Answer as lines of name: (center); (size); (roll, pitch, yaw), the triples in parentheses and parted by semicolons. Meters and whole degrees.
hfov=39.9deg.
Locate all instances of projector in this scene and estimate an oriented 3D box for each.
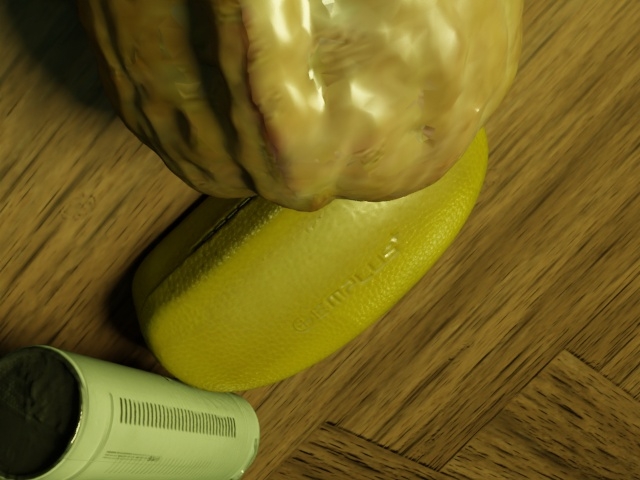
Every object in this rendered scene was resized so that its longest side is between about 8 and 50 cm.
projector: (-0.166, 0.172, 0.811); (0.108, 0.108, 0.337); (-40, 156, 5)

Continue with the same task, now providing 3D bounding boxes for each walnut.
walnut: (-0.013, -0.191, 0.591); (0.306, 0.306, 0.343); (-18, 137, -14)

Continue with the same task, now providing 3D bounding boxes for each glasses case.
glasses case: (0.000, 0.000, 0.830); (0.371, 0.141, 0.173); (-42, 132, 7)
